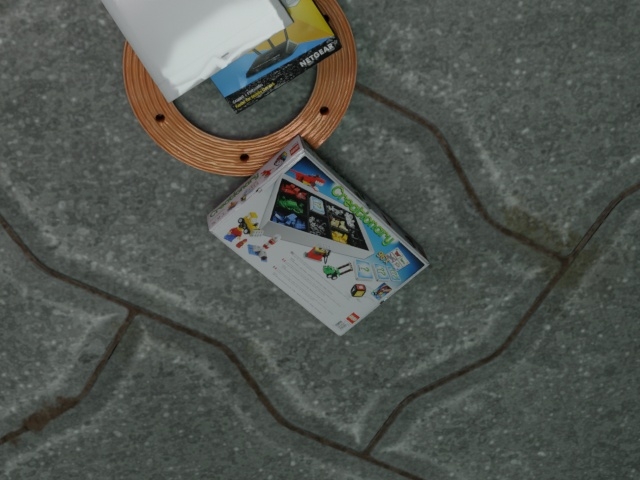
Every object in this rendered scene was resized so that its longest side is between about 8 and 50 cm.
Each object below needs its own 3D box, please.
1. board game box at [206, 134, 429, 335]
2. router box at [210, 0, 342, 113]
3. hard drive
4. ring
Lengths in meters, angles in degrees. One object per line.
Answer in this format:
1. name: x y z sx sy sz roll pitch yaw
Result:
1. board game box: 0.000 0.000 1.808 0.193 0.053 0.305 -40 122 14
2. router box: -0.080 -0.278 1.634 0.179 0.046 0.133 -31 116 10
3. hard drive: -0.202 -0.366 1.559 0.203 0.040 0.307 -31 101 10
4. ring: -0.114 -0.248 1.691 0.336 0.032 0.336 -3 118 -6
